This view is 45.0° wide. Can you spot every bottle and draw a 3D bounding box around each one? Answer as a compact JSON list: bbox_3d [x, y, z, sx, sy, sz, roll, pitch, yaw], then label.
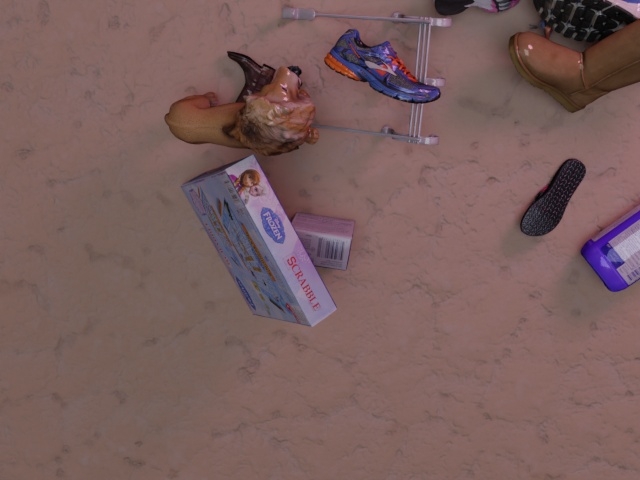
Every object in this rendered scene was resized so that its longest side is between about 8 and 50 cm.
[{"bbox_3d":[0.653,-0.021,1.505,0.283,0.092,0.118,-39,99,13],"label":"bottle"}]

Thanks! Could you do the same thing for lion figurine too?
[{"bbox_3d":[-0.160,-0.214,1.391,0.392,0.240,0.142,-4,100,33],"label":"lion figurine"}]

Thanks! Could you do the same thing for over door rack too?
[{"bbox_3d":[0.083,-0.319,1.482,0.325,0.108,0.239,9,106,18],"label":"over door rack"}]

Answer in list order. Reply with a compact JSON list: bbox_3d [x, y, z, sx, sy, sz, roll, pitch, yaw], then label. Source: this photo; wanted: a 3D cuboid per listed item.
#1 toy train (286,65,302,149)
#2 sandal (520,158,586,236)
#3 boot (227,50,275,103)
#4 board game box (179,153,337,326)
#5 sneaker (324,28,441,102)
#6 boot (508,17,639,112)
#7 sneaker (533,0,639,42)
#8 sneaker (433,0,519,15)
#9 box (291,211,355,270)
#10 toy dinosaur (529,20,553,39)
[{"bbox_3d":[-0.054,-0.253,1.476,0.036,0.027,0.158,4,105,23],"label":"toy train"},{"bbox_3d":[0.462,-0.082,1.539,0.067,0.040,0.179,35,91,-10],"label":"sandal"},{"bbox_3d":[-0.155,-0.306,1.536,0.107,0.037,0.114,26,110,0],"label":"boot"},{"bbox_3d":[-0.128,0.005,1.480,0.066,0.318,0.318,-32,102,-22],"label":"board game box"},{"bbox_3d":[0.115,-0.307,1.373,0.221,0.083,0.087,27,106,9],"label":"sneaker"},{"bbox_3d":[0.501,-0.343,1.344,0.236,0.089,0.270,23,150,-34],"label":"boot"},{"bbox_3d":[0.539,-0.442,1.389,0.330,0.130,0.147,9,71,-6],"label":"sneaker"},{"bbox_3d":[0.287,-0.471,1.431,0.178,0.077,0.072,-6,140,-14],"label":"sneaker"},{"bbox_3d":[0.000,0.000,1.548,0.126,0.137,0.072,9,107,3],"label":"box"},{"bbox_3d":[0.418,-0.403,1.435,0.047,0.090,0.082,11,62,-8],"label":"toy dinosaur"}]
